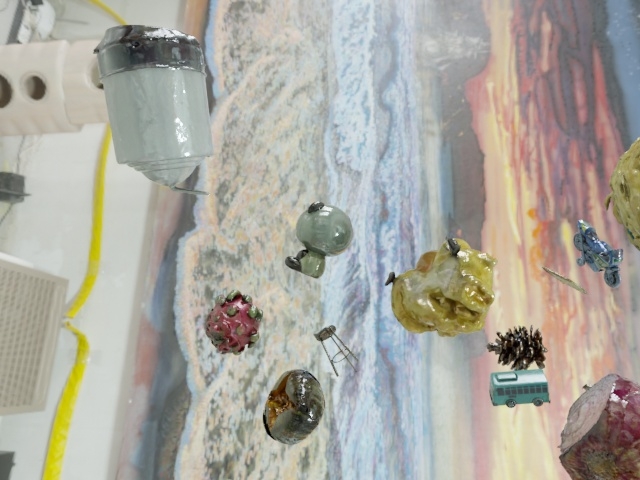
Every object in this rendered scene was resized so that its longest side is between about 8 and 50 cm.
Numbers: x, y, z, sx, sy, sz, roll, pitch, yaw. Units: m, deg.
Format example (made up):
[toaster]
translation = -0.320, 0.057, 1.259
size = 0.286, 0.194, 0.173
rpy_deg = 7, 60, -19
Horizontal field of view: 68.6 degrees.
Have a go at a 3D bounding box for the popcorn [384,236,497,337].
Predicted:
[popcorn]
translation = 0.382, 0.142, 1.395
size = 0.316, 0.281, 0.297
rpy_deg = -16, -135, 55

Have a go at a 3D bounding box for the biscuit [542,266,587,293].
[biscuit]
translation = 0.985, 0.165, 1.878
size = 0.016, 0.203, 0.144
rpy_deg = -60, -144, 5

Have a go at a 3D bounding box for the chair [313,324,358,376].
[chair]
translation = 0.062, 0.412, 1.819
size = 0.221, 0.104, 0.095
rpy_deg = 48, -58, 37

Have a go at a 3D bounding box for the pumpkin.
[pumpkin]
translation = -0.114, 0.721, 2.047
size = 0.320, 0.192, 0.320
rpy_deg = -38, -143, 37

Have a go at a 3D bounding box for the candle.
[candle]
translation = -0.347, -0.266, 1.013
size = 0.221, 0.222, 0.342
rpy_deg = -56, 143, -77

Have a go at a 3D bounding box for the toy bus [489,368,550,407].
[toy bus]
translation = 0.580, 0.432, 1.382
size = 0.079, 0.160, 0.091
rpy_deg = -62, 141, -67

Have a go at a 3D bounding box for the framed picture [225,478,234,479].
[framed picture]
translation = -0.223, 0.740, 1.174
size = 0.335, 0.022, 0.247
rpy_deg = 137, -31, -58

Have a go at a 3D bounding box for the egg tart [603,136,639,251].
[egg tart]
translation = 0.844, -0.098, 1.023
size = 0.169, 0.388, 0.387
rpy_deg = 24, 65, -62

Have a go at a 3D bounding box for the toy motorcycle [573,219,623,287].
[toy motorcycle]
translation = 0.952, 0.038, 1.605
size = 0.254, 0.092, 0.135
rpy_deg = -107, -168, -46

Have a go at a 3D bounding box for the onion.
[onion]
translation = 0.685, 0.456, 1.047
size = 0.272, 0.230, 0.256
rpy_deg = -36, 155, -26

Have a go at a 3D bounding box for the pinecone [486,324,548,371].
[pinecone]
translation = 0.764, 0.424, 1.826
size = 0.168, 0.213, 0.185
rpy_deg = 63, 23, -21

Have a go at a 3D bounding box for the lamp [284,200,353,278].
[lamp]
translation = 0.000, 0.000, 1.531
size = 0.243, 0.198, 0.198
rpy_deg = -65, 173, 2

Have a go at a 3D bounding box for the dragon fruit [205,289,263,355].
[dragon fruit]
translation = -0.303, 0.275, 1.605
size = 0.273, 0.198, 0.218
rpy_deg = 8, -73, 65
